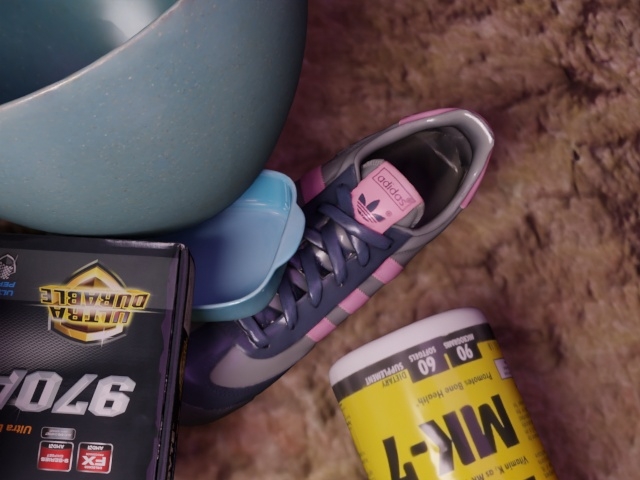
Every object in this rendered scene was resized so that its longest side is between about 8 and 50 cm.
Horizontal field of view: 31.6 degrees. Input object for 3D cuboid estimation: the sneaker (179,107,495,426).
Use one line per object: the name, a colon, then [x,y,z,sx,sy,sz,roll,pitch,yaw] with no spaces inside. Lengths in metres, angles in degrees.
sneaker: [0.000,0.000,0.784,0.112,0.131,0.319,48,57,0]

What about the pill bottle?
pill bottle: [0.096,0.161,0.766,0.119,0.119,0.208,-15,75,-31]

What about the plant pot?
plant pot: [-0.125,-0.113,0.689,0.195,0.290,0.290,59,42,-46]

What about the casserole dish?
casserole dish: [-0.094,0.006,0.739,0.188,0.037,0.114,1,52,22]

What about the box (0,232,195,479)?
box: [-0.189,0.084,0.643,0.220,0.051,0.175,4,72,2]
